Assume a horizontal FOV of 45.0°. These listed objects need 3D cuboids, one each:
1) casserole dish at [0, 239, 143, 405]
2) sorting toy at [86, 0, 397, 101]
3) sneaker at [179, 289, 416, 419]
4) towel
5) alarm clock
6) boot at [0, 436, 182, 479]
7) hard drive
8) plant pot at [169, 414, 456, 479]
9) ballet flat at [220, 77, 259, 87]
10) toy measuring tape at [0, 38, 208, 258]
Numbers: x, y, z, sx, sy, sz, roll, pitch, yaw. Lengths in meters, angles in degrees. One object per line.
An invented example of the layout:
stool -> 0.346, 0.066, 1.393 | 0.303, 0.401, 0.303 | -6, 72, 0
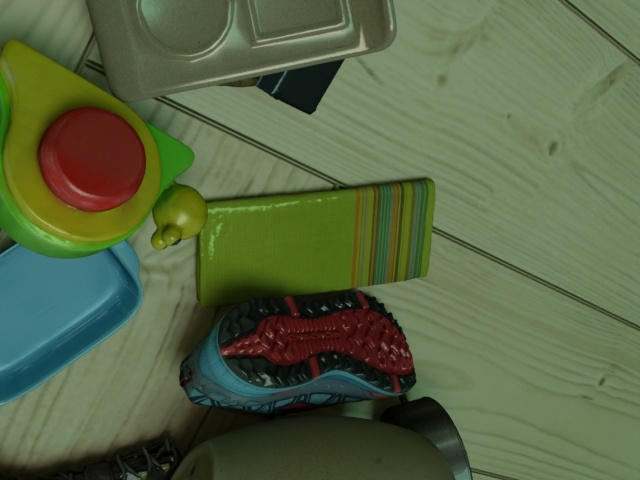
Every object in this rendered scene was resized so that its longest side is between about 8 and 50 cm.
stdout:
casserole dish -> -0.234, 0.053, 0.620 | 0.188, 0.037, 0.114 | -36, 124, -7
sorting toy -> -0.065, -0.208, 0.526 | 0.208, 0.038, 0.193 | -11, 105, 2
sneaker -> -0.020, 0.112, 0.734 | 0.261, 0.104, 0.125 | 12, 145, -43
towel -> 0.000, 0.000, 0.720 | 0.237, 0.021, 0.102 | -7, 113, -23
alarm clock -> 0.110, 0.240, 0.784 | 0.064, 0.192, 0.130 | -13, 118, -19
boot -> -0.235, 0.220, 0.682 | 0.228, 0.091, 0.263 | -14, 123, -26
hard drive -> 0.006, -0.167, 0.606 | 0.135, 0.022, 0.094 | -59, 165, 9
plant pot -> -0.040, 0.270, 0.666 | 0.190, 0.284, 0.284 | 26, 101, -21
ballet flat -> -0.027, -0.207, 0.587 | 0.206, 0.073, 0.067 | -56, 151, 10
toy measuring tape -> -0.221, -0.072, 0.509 | 0.330, 0.121, 0.121 | 30, 99, -27
